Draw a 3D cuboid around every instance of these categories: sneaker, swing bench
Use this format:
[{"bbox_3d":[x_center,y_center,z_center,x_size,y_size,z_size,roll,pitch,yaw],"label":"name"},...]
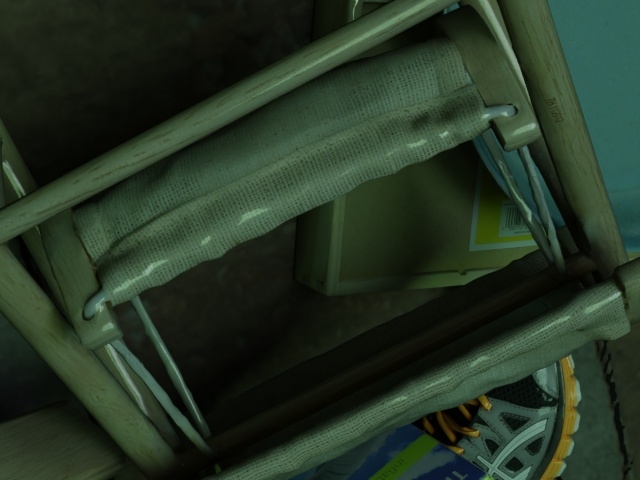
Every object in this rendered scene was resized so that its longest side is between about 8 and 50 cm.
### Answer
[{"bbox_3d":[0.086,0.124,0.886,0.083,0.084,0.215,2,111,-24],"label":"sneaker"},{"bbox_3d":[0.000,0.000,0.699,0.253,0.165,0.255,-28,120,2],"label":"swing bench"}]

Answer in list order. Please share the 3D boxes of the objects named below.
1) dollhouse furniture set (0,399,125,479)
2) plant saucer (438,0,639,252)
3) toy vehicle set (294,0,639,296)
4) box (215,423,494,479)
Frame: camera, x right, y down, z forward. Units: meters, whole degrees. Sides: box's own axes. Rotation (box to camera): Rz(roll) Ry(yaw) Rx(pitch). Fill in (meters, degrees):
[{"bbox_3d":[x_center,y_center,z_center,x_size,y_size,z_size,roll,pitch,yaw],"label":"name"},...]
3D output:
[{"bbox_3d":[-0.068,0.257,0.650,0.174,0.355,0.303,-51,168,14],"label":"dollhouse furniture set"},{"bbox_3d":[0.186,-0.151,0.844,0.317,0.043,0.318,-10,110,-30],"label":"plant saucer"},{"bbox_3d":[0.113,-0.060,0.875,0.266,0.035,0.166,-3,107,-31],"label":"toy vehicle set"},{"bbox_3d":[0.016,0.141,0.792,0.109,0.178,0.042,-39,121,-16],"label":"box"}]
